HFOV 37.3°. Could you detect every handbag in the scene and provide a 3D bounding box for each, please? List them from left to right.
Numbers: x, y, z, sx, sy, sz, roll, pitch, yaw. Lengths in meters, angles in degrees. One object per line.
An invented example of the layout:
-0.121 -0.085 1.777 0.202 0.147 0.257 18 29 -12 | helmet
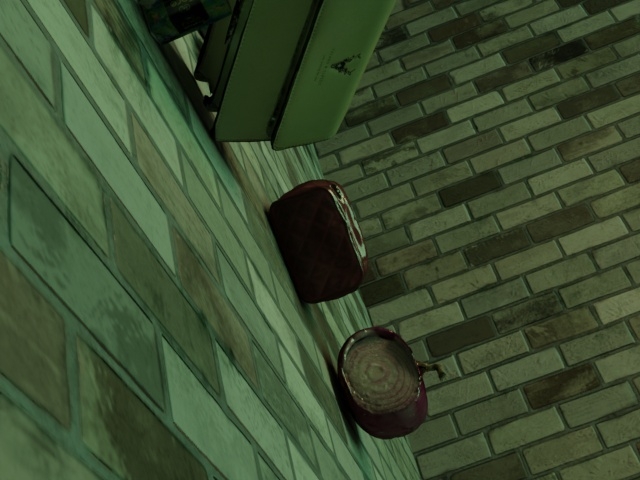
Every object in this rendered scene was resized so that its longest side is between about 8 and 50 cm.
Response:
-0.027 -0.305 1.389 0.358 0.237 0.160 117 -40 -48 | handbag
0.000 0.000 1.778 0.135 0.147 0.225 -45 115 -79 | handbag

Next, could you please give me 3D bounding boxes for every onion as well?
0.116 0.277 1.800 0.207 0.200 0.200 37 -5 18 | onion

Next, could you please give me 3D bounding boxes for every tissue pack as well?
-0.190 -0.333 1.285 0.079 0.111 0.085 46 23 -76 | tissue pack

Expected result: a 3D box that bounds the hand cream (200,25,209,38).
-0.212 -0.407 1.793 0.174 0.047 0.076 86 -16 -77 | hand cream
